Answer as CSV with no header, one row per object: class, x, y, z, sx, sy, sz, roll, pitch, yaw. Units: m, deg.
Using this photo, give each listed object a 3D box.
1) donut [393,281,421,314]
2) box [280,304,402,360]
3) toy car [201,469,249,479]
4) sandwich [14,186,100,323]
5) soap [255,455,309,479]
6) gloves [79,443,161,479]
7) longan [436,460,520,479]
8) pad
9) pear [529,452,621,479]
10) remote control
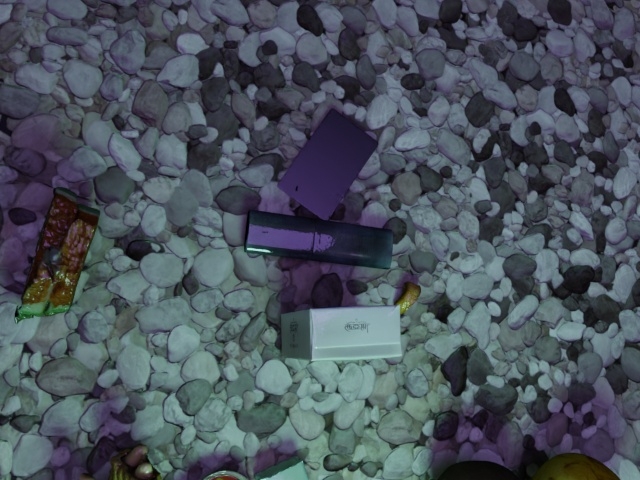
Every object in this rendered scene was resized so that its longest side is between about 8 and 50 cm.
donut,0.220,0.146,1.548,0.038,0.067,0.083,39,106,-15
box,0.037,0.209,1.356,0.203,0.274,0.116,1,81,-16
toy car,-0.223,0.620,1.312,0.235,0.145,0.235,6,61,-11
sandwich,-0.541,0.026,1.263,0.109,0.212,0.292,18,64,-28
soap,-0.066,0.616,1.380,0.114,0.063,0.198,-19,88,-19
gloves,-0.414,0.591,1.234,0.203,0.155,0.356,16,94,-7
longan,0.384,0.651,1.427,0.246,0.215,0.246,1,63,-2
pad,0.022,-0.197,1.550,0.159,0.009,0.265,36,76,-9
pear,0.634,0.667,1.464,0.280,0.281,0.281,2,82,-16
remote control,0.000,0.000,1.496,0.377,0.044,0.107,7,76,-16
